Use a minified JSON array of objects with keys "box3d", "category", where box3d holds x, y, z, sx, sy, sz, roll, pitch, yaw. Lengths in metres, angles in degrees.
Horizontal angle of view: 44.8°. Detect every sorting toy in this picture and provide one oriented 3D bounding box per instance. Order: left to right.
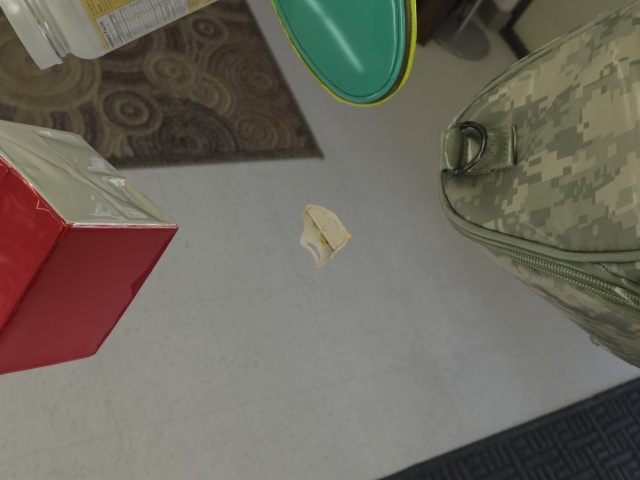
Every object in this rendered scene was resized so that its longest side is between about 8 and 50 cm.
[{"box3d":[0.000,0.000,1.133,0.045,0.075,0.083,-12,60,-44],"category":"sorting toy"}]

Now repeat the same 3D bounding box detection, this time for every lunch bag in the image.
[{"box3d":[0.252,-0.016,0.521,0.305,0.256,0.212,31,61,-44],"category":"lunch bag"}]

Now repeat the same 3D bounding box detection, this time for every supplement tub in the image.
[{"box3d":[-0.308,-0.414,1.137,0.331,0.241,0.241,-28,68,-8],"category":"supplement tub"}]

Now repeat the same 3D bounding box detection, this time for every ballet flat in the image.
[{"box3d":[-0.008,-0.186,0.421,0.231,0.077,0.077,62,18,-12],"category":"ballet flat"}]

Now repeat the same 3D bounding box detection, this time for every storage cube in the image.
[{"box3d":[-0.305,0.004,0.822,0.184,0.193,0.215,41,16,18],"category":"storage cube"}]
